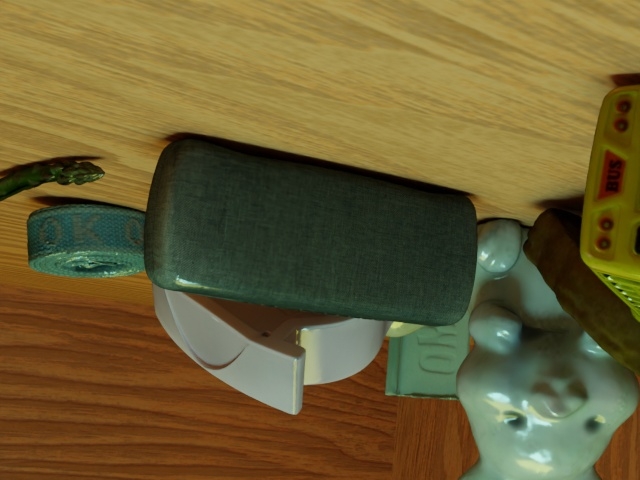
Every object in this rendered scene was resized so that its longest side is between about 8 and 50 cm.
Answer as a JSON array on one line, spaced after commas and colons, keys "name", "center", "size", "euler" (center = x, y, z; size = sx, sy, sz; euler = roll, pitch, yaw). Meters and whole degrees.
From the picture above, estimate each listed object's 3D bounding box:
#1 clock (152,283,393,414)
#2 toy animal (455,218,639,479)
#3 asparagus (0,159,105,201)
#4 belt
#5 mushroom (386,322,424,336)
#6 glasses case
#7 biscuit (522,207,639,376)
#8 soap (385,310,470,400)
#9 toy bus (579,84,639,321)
[{"name": "clock", "center": [-0.043, 0.036, 1.173], "size": [0.290, 0.080, 0.275], "euler": [28, -139, 34]}, {"name": "toy animal", "center": [0.241, 0.162, 1.227], "size": [0.196, 0.367, 0.241], "euler": [2, 161, 2]}, {"name": "asparagus", "center": [-0.289, -0.062, 1.124], "size": [0.034, 0.027, 0.236], "euler": [35, 156, -32]}, {"name": "belt", "center": [-0.285, -0.001, 1.376], "size": [0.148, 0.082, 0.163], "euler": [-8, 165, 17]}, {"name": "mushroom", "center": [0.115, 0.063, 1.469], "size": [0.154, 0.122, 0.154], "euler": [-32, 168, -8]}, {"name": "glasses case", "center": [0.000, 0.000, 0.991], "size": [0.323, 0.131, 0.074], "euler": [10, 175, -30]}, {"name": "biscuit", "center": [0.348, 0.093, 0.996], "size": [0.381, 0.074, 0.359], "euler": [36, -163, 32]}, {"name": "soap", "center": [0.162, 0.133, 1.616], "size": [0.115, 0.198, 0.063], "euler": [6, 174, -21]}, {"name": "toy bus", "center": [0.278, -0.002, 0.752], "size": [0.151, 0.145, 0.331], "euler": [6, 170, 25]}]
